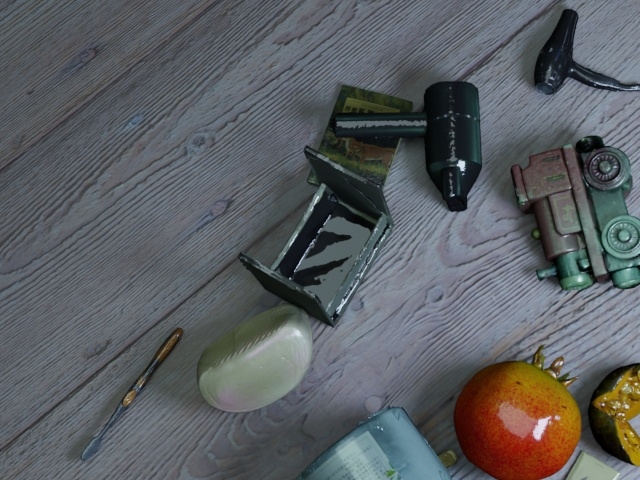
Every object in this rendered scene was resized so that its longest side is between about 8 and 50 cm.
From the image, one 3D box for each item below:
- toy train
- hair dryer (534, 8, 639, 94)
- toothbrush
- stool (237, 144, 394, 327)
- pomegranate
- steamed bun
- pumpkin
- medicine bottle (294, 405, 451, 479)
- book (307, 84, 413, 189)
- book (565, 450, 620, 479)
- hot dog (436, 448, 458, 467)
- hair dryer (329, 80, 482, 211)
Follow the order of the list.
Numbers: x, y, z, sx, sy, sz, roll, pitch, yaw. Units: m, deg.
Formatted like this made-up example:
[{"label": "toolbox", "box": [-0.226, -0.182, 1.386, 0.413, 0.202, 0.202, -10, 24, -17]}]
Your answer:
[{"label": "toy train", "box": [0.498, -0.042, 1.949, 0.221, 0.150, 0.304, -16, 73, 15]}, {"label": "hair dryer", "box": [0.551, -0.355, 2.076, 0.219, 0.075, 0.195, 22, 69, 4]}, {"label": "toothbrush", "box": [-0.374, 0.304, 2.039, 0.023, 0.031, 0.321, 38, 83, -11]}, {"label": "stool", "box": [0.000, 0.000, 1.941, 0.170, 0.270, 0.243, 28, 81, 15]}, {"label": "pomegranate", "box": [0.359, 0.306, 1.830, 0.221, 0.221, 0.257, 30, 73, 16]}, {"label": "steamed bun", "box": [-0.110, 0.235, 1.953, 0.238, 0.170, 0.152, -28, 109, 5]}, {"label": "pumpkin", "box": [0.541, 0.306, 1.848, 0.107, 0.119, 0.183, 1, 64, 47]}, {"label": "medicine bottle", "box": [0.130, 0.474, 1.798, 0.245, 0.245, 0.290, -37, 72, -3]}, {"label": "book", "box": [0.083, -0.201, 2.116, 0.160, 0.024, 0.228, 17, 77, 15]}, {"label": "book", "box": [0.484, 0.449, 1.865, 0.077, 0.014, 0.111, 31, 81, 16]}, {"label": "hot dog", "box": [0.217, 0.415, 1.910, 0.090, 0.034, 0.030, -31, 81, 20]}, {"label": "hair dryer", "box": [0.168, -0.183, 2.039, 0.302, 0.116, 0.244, 0, 73, 4]}]
